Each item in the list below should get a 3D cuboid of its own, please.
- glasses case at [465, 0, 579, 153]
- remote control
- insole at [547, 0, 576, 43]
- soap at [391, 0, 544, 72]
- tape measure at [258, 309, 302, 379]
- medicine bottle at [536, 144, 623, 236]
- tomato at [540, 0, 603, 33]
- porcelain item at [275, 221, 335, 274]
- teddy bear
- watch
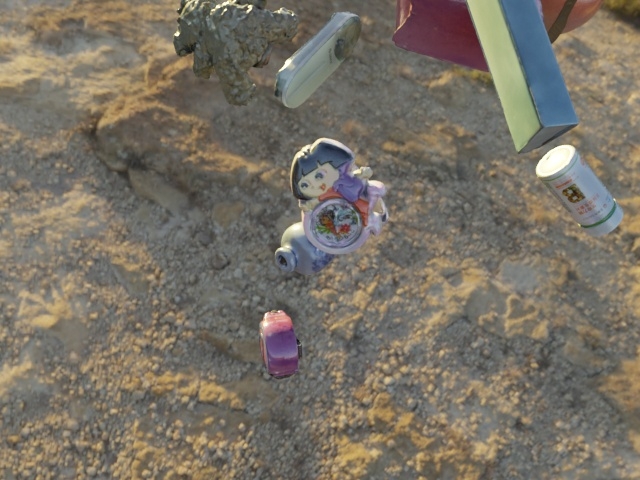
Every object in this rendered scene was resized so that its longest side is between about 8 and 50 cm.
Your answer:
[{"bbox_3d":[0.235,-0.247,0.831,0.056,0.105,0.266,-15,80,-3],"label":"glasses case"},{"bbox_3d":[-0.004,-0.368,1.385,0.052,0.104,0.247,35,70,20],"label":"remote control"},{"bbox_3d":[0.434,-0.396,1.236,0.045,0.135,0.002,-27,70,-14],"label":"insole"},{"bbox_3d":[0.260,-0.474,1.246,0.233,0.128,0.359,14,50,-7],"label":"soap"},{"bbox_3d":[-0.081,0.201,1.342,0.074,0.118,0.125,-10,40,-12],"label":"tape measure"},{"bbox_3d":[0.509,-0.096,1.345,0.183,0.086,0.086,42,37,-22],"label":"medicine bottle"},{"bbox_3d":[0.579,-0.668,1.755,0.322,0.321,0.321,13,43,-13],"label":"tomato"},{"bbox_3d":[0.000,0.000,1.766,0.259,0.141,0.141,-29,64,-34],"label":"porcelain item"},{"bbox_3d":[-0.303,-0.663,2.188,0.367,0.357,0.224,40,13,27],"label":"teddy bear"},{"bbox_3d":[0.044,-0.111,1.458,0.244,0.196,0.231,48,23,-10],"label":"watch"}]
